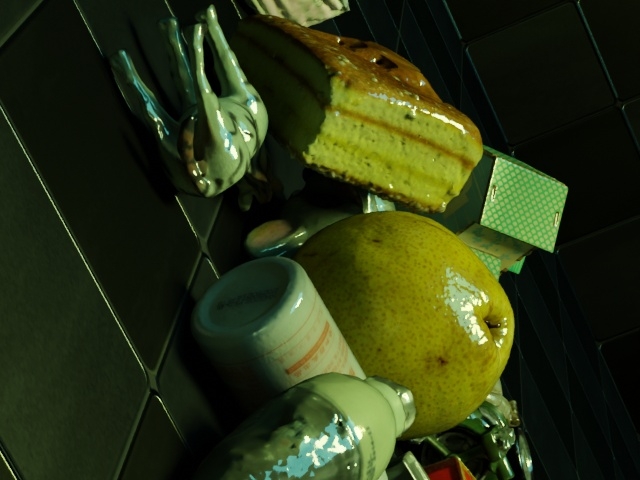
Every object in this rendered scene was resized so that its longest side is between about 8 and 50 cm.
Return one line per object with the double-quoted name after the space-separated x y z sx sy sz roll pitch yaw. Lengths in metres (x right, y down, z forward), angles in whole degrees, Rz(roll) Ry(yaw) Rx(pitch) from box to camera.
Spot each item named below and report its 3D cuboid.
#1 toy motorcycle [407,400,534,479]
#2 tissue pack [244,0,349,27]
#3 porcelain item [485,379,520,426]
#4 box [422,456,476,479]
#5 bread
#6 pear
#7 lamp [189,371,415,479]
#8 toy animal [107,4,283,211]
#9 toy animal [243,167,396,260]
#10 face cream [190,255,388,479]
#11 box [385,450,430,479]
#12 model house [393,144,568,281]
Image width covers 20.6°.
0.147 0.158 1.910 0.205 0.127 0.275 -14 83 -77 "toy motorcycle"
-0.087 -0.433 1.952 0.259 0.122 0.361 50 20 -62 "tissue pack"
0.194 0.172 2.233 0.213 0.054 0.084 54 22 -43 "porcelain item"
0.166 0.343 1.826 0.240 0.074 0.153 53 24 -51 "box"
0.027 -0.126 1.645 0.184 0.111 0.234 21 14 -33 "bread"
0.067 0.078 1.535 0.209 0.208 0.209 -22 90 -77 "pear"
-0.014 0.153 1.264 0.250 0.101 0.101 -23 91 -48 "lamp"
-0.092 -0.116 1.501 0.255 0.089 0.170 -3 75 -73 "toy animal"
0.009 -0.005 1.668 0.236 0.108 0.138 -60 127 -73 "toy animal"
-0.005 0.135 1.403 0.101 0.101 0.252 -92 157 -55 "face cream"
0.061 0.230 1.554 0.063 0.084 0.060 63 14 3 "box"
0.186 -0.027 2.103 0.178 0.206 0.271 21 43 -36 "model house"
